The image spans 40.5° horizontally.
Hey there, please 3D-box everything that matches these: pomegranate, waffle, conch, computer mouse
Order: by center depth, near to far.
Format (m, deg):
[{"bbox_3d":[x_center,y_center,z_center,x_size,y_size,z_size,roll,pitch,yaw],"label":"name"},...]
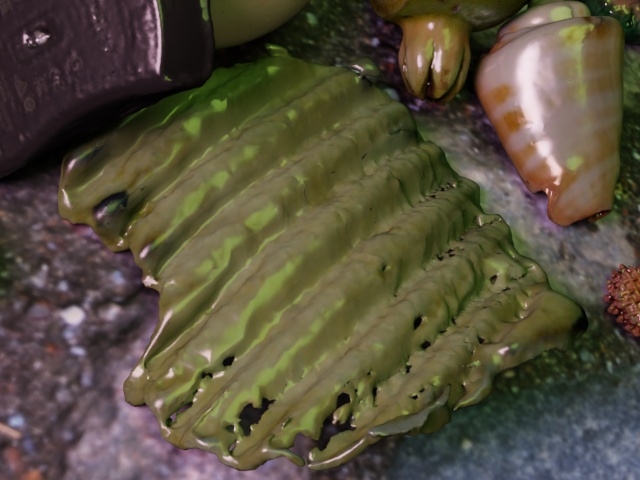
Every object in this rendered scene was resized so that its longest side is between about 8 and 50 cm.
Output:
[{"bbox_3d":[-0.187,-0.146,0.652,0.088,0.264,0.147,-23,92,-67],"label":"computer mouse"},{"bbox_3d":[0.148,-0.269,0.860,0.159,0.190,0.241,9,61,-17],"label":"pomegranate"},{"bbox_3d":[0.320,0.061,0.863,0.083,0.029,0.075,36,53,1],"label":"waffle"},{"bbox_3d":[0.256,-0.152,0.886,0.158,0.127,0.255,-7,68,-28],"label":"conch"}]

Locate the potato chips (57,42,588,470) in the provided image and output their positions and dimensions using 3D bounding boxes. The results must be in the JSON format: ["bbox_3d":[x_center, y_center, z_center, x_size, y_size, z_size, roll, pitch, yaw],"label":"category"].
[{"bbox_3d":[0.008,-0.002,0.717,0.389,0.097,0.373,-15,62,-27],"label":"potato chips"}]

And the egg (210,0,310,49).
[{"bbox_3d":[-0.102,-0.259,0.744,0.253,0.188,0.189,-10,69,-35],"label":"egg"}]

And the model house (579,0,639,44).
[{"bbox_3d":[0.479,-0.385,0.990,0.267,0.325,0.194,5,61,-22],"label":"model house"}]
